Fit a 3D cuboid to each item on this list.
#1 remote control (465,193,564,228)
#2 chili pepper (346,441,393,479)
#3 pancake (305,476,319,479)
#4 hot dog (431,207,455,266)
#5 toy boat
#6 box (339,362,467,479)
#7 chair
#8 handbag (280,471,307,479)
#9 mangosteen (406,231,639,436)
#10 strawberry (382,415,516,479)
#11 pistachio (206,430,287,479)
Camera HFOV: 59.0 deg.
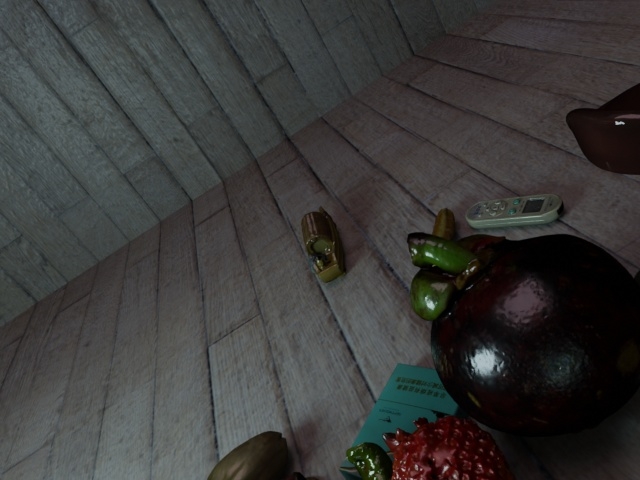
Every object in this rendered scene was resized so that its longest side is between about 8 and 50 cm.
[{"bbox_3d":[0.429,-0.061,1.261,0.221,0.042,0.078,-3,39,43],"label":"remote control"},{"bbox_3d":[0.095,0.400,0.825,0.073,0.072,0.204,-10,64,-13],"label":"chili pepper"},{"bbox_3d":[-0.037,0.456,0.964,0.114,0.011,0.115,-25,31,16],"label":"pancake"},{"bbox_3d":[0.284,0.002,1.308,0.066,0.047,0.216,-59,5,42],"label":"hot dog"},{"bbox_3d":[0.000,0.000,1.539,0.089,0.115,0.310,-28,29,12],"label":"toy boat"},{"bbox_3d":[0.151,0.316,0.953,0.161,0.041,0.229,-3,40,45],"label":"box"},{"bbox_3d":[0.515,-0.072,0.800,0.226,0.401,0.227,-27,29,16],"label":"chair"},{"bbox_3d":[-0.071,0.473,0.795,0.181,0.181,0.254,-25,30,0],"label":"handbag"},{"bbox_3d":[0.289,0.104,0.814,0.306,0.360,0.306,-32,0,0],"label":"mangosteen"},{"bbox_3d":[0.179,0.331,0.739,0.174,0.098,0.228,-15,33,-4],"label":"strawberry"},{"bbox_3d":[-0.129,0.425,1.022,0.108,0.126,0.185,41,66,17],"label":"pistachio"}]
